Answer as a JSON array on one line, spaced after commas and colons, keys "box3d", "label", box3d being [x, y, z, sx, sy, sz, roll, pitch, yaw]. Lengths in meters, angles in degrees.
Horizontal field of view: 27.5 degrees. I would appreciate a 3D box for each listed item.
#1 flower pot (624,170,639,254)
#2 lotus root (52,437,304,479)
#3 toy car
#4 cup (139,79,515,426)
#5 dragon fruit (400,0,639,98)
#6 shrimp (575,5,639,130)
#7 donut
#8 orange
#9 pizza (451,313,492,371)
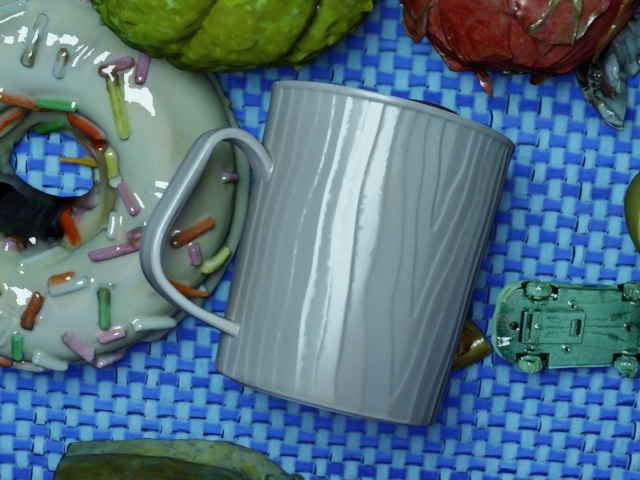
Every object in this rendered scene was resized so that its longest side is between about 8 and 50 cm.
[{"box3d": [0.363, -0.028, 1.179, 0.195, 0.179, 0.195, 0, 100, 0], "label": "flower pot"}, {"box3d": [-0.117, 0.336, 1.251, 0.260, 0.149, 0.267, -1, 101, 1], "label": "lotus root"}, {"box3d": [0.249, 0.082, 1.255, 0.186, 0.058, 0.093, 1, 99, -19], "label": "toy car"}, {"box3d": [0.015, 0.003, 1.119, 0.208, 0.288, 0.273, 13, 88, 39], "label": "cup"}, {"box3d": [0.174, -0.261, 1.123, 0.241, 0.241, 0.252, -20, 83, 3], "label": "dragon fruit"}, {"box3d": [0.419, -0.240, 1.170, 0.411, 0.166, 0.221, -20, 131, 16], "label": "shrimp"}, {"box3d": [-0.256, -0.055, 1.197, 0.383, 0.142, 0.382, 0, 99, 1], "label": "donut"}, {"box3d": [-0.092, -0.272, 1.101, 0.301, 0.300, 0.223, 58, 137, 21], "label": "orange"}, {"box3d": [0.083, 0.056, 1.264, 0.185, 0.036, 0.176, 10, 98, -2], "label": "pizza"}]
